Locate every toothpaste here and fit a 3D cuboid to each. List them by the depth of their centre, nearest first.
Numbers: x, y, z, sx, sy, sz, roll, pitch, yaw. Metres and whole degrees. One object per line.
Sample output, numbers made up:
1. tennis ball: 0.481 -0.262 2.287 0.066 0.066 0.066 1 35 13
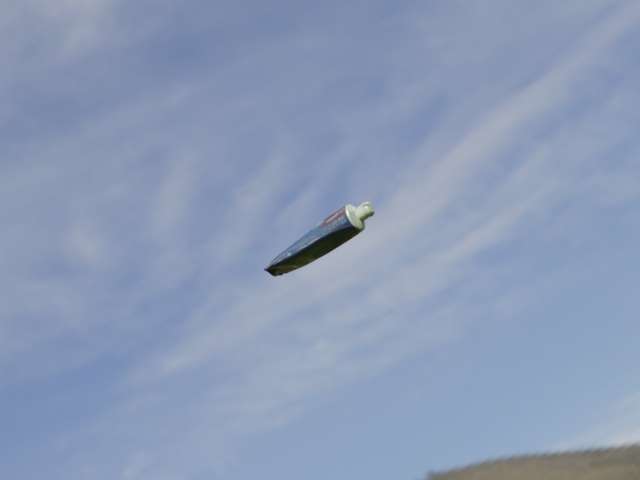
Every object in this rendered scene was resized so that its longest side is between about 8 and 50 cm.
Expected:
1. toothpaste: 0.000 0.000 0.873 0.083 0.019 0.027 -33 -18 24
